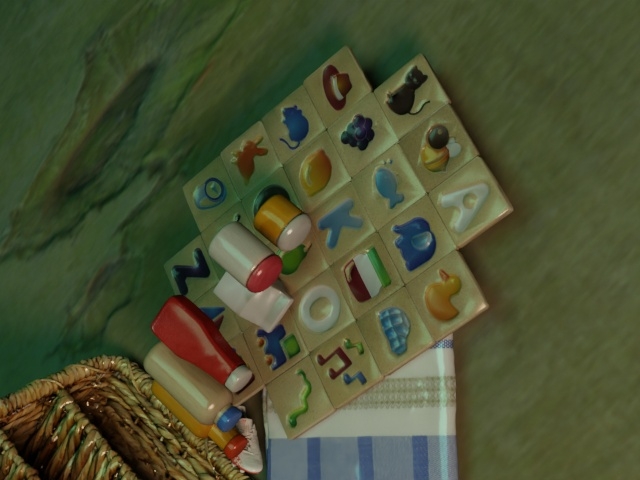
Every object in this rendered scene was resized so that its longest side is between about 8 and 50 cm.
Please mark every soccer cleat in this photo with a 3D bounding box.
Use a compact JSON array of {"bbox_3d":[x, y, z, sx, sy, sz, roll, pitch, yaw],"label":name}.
[{"bbox_3d":[-0.071,0.187,1.012,0.083,0.029,0.035,-125,48,-61],"label":"soccer cleat"}]

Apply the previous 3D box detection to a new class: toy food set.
[{"bbox_3d":[-0.070,0.081,0.945,0.104,0.111,0.232,40,104,20],"label":"toy food set"}]

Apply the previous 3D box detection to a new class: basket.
[{"bbox_3d":[-0.226,0.263,1.009,0.299,0.213,0.223,40,106,33],"label":"basket"}]

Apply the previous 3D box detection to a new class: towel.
[{"bbox_3d":[0.030,0.094,0.970,0.209,0.034,0.285,-10,76,34],"label":"towel"}]

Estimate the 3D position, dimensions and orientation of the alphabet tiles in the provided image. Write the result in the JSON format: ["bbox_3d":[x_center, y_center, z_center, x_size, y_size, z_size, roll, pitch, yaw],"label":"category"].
[{"bbox_3d":[0.000,0.000,0.980,0.342,0.011,0.285,-38,63,24],"label":"alphabet tiles"}]
